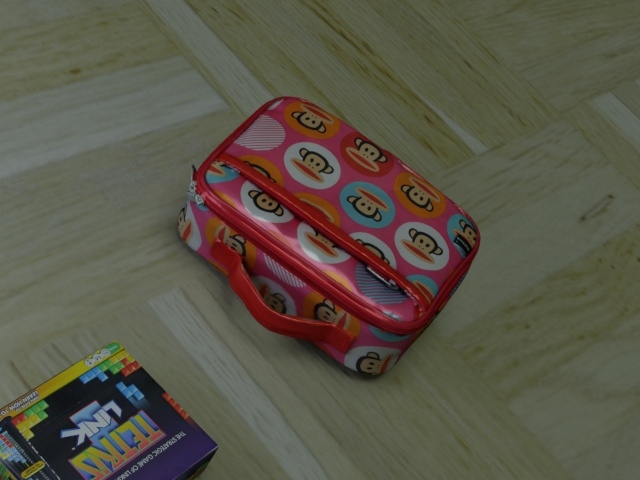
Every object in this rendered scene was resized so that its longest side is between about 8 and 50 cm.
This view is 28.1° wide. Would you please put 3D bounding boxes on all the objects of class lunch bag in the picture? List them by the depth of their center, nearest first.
[{"bbox_3d":[0.000,0.000,1.349,0.293,0.120,0.258,35,45,7],"label":"lunch bag"}]

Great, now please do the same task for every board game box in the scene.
[{"bbox_3d":[-0.195,0.180,1.098,0.141,0.048,0.170,42,42,14],"label":"board game box"}]
